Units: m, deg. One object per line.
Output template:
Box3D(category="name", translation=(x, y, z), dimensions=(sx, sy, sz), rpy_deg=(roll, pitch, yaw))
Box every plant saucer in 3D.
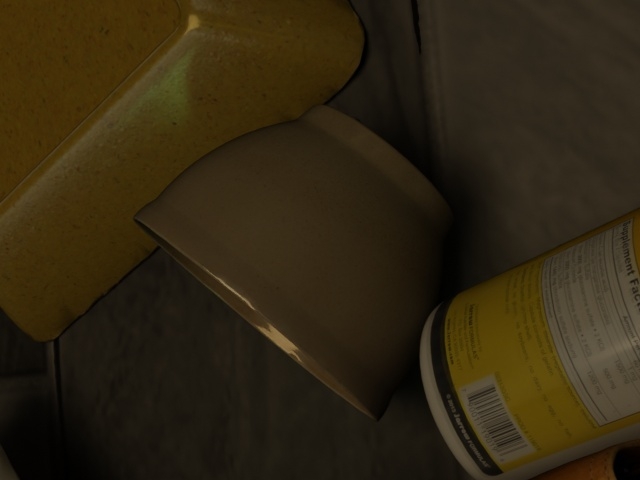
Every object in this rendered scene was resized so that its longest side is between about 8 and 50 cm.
Box3D(category="plant saucer", translation=(-0.175, -0.152, 0.783), dimensions=(0.332, 0.081, 0.333), rpy_deg=(-39, 68, 29))

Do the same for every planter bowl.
Box3D(category="planter bowl", translation=(0.000, 0.000, 0.623), dimensions=(0.162, 0.162, 0.109), rpy_deg=(36, 83, 30))

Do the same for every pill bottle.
Box3D(category="pill bottle", translation=(0.143, 0.042, 0.540), dimensions=(0.184, 0.103, 0.103), rpy_deg=(-28, 73, 31))

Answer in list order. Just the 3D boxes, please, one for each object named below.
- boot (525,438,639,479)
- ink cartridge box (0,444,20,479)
Box3D(category="boot", translation=(0.038, 0.140, 0.505), dimensions=(0.211, 0.295, 0.104), rpy_deg=(-42, 46, 36))
Box3D(category="ink cartridge box", translation=(-0.295, 0.313, 0.761), dimensions=(0.279, 0.160, 0.385), rpy_deg=(48, 127, 27))
